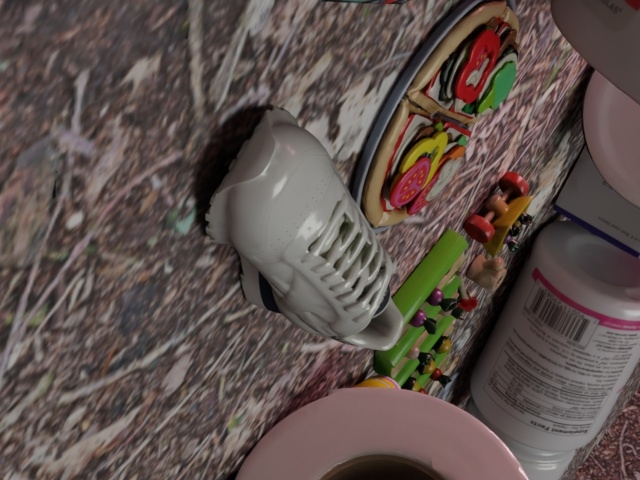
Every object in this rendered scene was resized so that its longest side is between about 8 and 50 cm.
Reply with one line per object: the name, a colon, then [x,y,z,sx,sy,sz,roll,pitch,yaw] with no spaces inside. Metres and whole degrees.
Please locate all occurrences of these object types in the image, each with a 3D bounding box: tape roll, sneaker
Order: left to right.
sneaker: [0.000,0.000,0.942,0.090,0.095,0.235,-53,161,-9]
tape roll: [0.046,0.262,1.267,0.246,0.246,0.169,-48,160,-27]

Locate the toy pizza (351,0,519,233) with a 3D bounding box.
toy pizza: [0.091,-0.087,1.138,0.201,0.032,0.201,-50,161,-24]

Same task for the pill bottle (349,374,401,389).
pill bottle: [0.039,0.145,1.380,0.043,0.043,0.083,-63,162,18]

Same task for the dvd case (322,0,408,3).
dvd case: [0.058,-0.152,0.883,0.087,0.013,0.119,-20,180,26]

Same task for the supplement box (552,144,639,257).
supplement box: [0.358,-0.068,1.766,0.114,0.111,0.220,-64,162,18]

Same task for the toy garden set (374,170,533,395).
toy garden set: [0.127,0.066,1.473,0.204,0.049,0.244,-50,161,-23]

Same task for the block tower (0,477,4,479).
block tower: [-0.248,0.238,0.679,0.335,0.097,0.091,-46,159,-30]

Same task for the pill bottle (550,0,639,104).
pill bottle: [0.351,-0.263,1.053,0.407,0.229,0.229,-58,164,24]

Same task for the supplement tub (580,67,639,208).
supplement tub: [0.414,-0.163,1.595,0.338,0.207,0.207,-35,152,-50]

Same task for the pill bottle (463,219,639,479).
pill bottle: [0.263,0.132,1.773,0.160,0.160,0.283,-34,151,-53]
